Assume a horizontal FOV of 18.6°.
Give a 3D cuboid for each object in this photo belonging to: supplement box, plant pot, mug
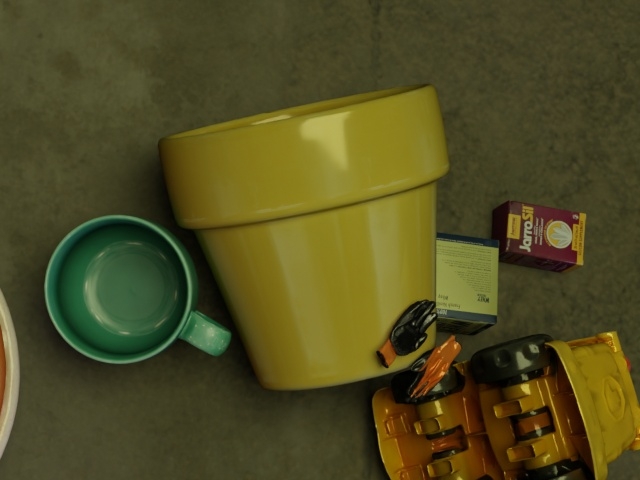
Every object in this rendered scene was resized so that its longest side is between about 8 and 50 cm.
[{"bbox_3d":[0.121,0.041,1.854,0.083,0.056,0.083,7,74,-16],"label":"supplement box"},{"bbox_3d":[0.212,-0.004,1.903,0.083,0.043,0.055,9,75,-15],"label":"supplement box"},{"bbox_3d":[0.000,0.000,1.737,0.254,0.254,0.239,-13,96,-21],"label":"plant pot"},{"bbox_3d":[-0.166,0.054,1.724,0.129,0.097,0.158,-29,89,1],"label":"mug"}]

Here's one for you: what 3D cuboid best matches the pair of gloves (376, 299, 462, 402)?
[{"bbox_3d":[0.085,0.096,1.685,0.074,0.010,0.083,-49,129,-21],"label":"pair of gloves"}]

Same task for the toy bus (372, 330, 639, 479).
[{"bbox_3d":[0.190,0.159,1.796,0.211,0.220,0.149,-18,90,-53],"label":"toy bus"}]

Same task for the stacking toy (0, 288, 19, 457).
[{"bbox_3d":[-0.368,0.062,1.461,0.350,0.480,0.351,5,74,-17],"label":"stacking toy"}]
